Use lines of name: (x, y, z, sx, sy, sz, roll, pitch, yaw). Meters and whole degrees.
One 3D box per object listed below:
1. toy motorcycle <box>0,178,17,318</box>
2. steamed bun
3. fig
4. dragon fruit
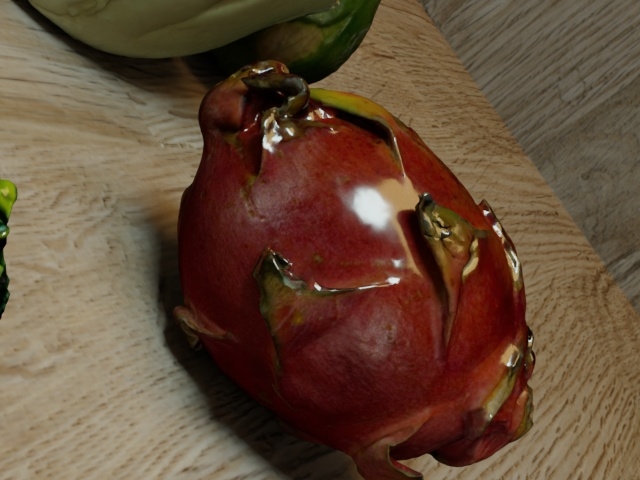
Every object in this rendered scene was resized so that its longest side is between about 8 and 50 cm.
toy motorcycle: (-0.234, -0.101, 0.662, 0.206, 0.142, 0.342, 36, 23, -38)
steamed bun: (-0.101, -0.268, 1.074, 0.272, 0.290, 0.273, 52, 36, -20)
fig: (-0.018, -0.250, 1.287, 0.195, 0.245, 0.195, -24, 90, -83)
dragon fruit: (0.017, 0.026, 0.911, 0.250, 0.250, 0.315, -91, 156, -60)
